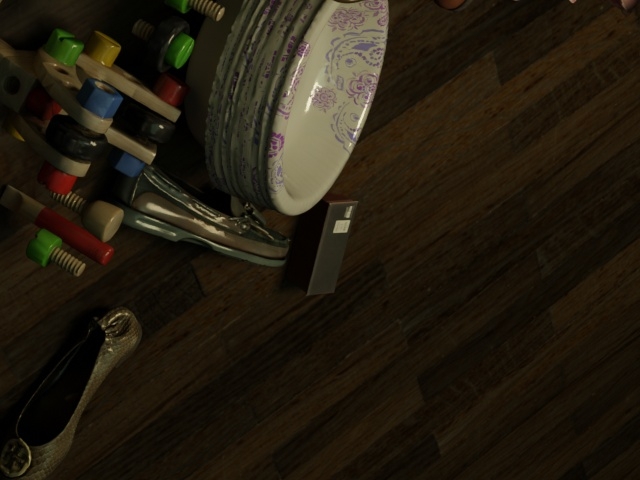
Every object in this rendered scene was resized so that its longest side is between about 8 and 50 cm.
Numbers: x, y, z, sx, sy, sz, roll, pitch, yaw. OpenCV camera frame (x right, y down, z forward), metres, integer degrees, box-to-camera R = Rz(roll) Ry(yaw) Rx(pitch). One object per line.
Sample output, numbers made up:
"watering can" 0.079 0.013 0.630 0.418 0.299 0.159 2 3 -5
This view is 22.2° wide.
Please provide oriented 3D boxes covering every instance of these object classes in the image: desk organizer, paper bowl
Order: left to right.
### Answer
"paper bowl" -0.047 -0.181 1.799 0.284 0.148 0.284 -58 160 -35
"desk organizer" 0.000 0.000 2.072 0.047 0.050 0.130 -5 119 -39

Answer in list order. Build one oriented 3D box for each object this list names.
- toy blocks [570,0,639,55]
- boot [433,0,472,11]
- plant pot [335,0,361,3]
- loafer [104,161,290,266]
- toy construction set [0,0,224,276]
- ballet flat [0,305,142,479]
"toy blocks" 0.318 -0.375 1.948 0.260 0.309 0.288 -44 138 6
"boot" 0.077 -0.383 1.860 0.280 0.096 0.264 -11 123 -35
"plant pot" -0.009 -0.349 1.621 0.215 0.230 0.215 -24 149 -16
"loafer" -0.129 -0.033 1.912 0.267 0.096 0.084 16 99 -43
"toy construction set" -0.290 -0.133 1.671 0.257 0.237 0.308 -49 166 -50
"ballet flat" -0.300 0.180 1.902 0.250 0.084 0.058 -53 153 -8
